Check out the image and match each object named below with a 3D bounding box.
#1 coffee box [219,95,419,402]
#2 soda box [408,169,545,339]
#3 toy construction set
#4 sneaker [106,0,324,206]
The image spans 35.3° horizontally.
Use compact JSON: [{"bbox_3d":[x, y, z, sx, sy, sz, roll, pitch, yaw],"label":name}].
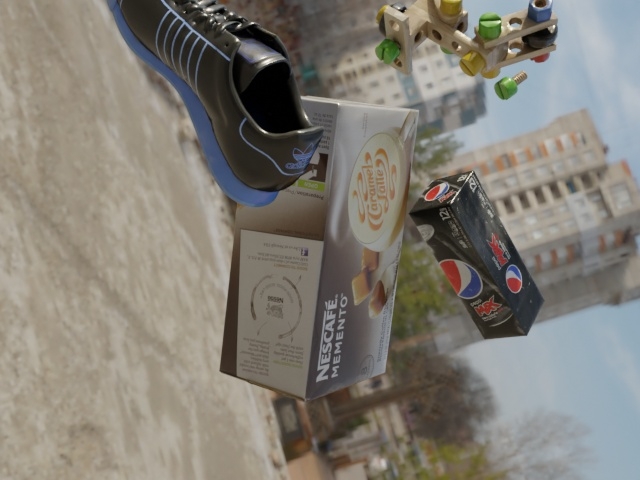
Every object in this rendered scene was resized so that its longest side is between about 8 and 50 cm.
[{"bbox_3d":[0.000,0.000,0.884,0.141,0.098,0.247,-5,105,-56],"label":"coffee box"},{"bbox_3d":[0.157,0.018,0.998,0.169,0.053,0.060,57,48,-21],"label":"soda box"},{"bbox_3d":[0.222,-0.342,1.554,0.257,0.237,0.309,53,-20,4],"label":"toy construction set"},{"bbox_3d":[-0.075,-0.141,0.742,0.232,0.081,0.090,57,-44,9],"label":"sneaker"}]
